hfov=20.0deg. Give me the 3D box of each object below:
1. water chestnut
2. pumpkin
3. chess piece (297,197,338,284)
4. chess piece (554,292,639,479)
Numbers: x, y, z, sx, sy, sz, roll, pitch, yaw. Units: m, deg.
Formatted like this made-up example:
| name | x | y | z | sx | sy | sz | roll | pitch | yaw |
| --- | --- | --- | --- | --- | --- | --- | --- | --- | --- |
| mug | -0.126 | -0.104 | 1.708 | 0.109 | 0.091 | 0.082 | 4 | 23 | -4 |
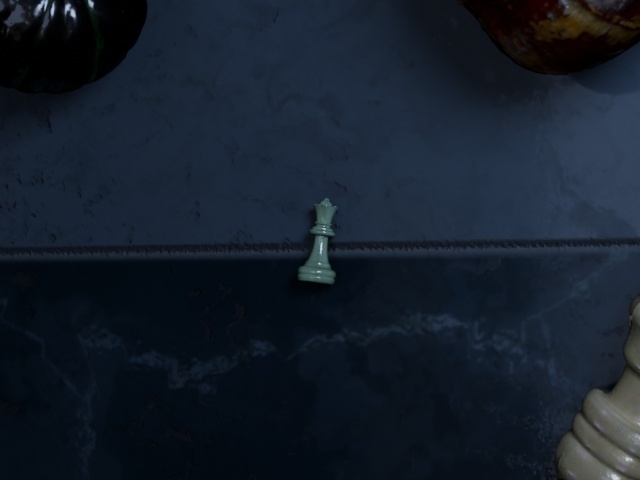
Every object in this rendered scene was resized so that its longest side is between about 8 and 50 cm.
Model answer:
| name | x | y | z | sx | sy | sz | roll | pitch | yaw |
| --- | --- | --- | --- | --- | --- | --- | --- | --- | --- |
| water chestnut | 0.240 | -0.303 | 1.760 | 0.289 | 0.244 | 0.289 | -3 | 81 | 20 |
| pumpkin | -0.323 | -0.266 | 2.017 | 0.248 | 0.248 | 0.248 | 0 | 90 | 22 |
| chess piece | 0.000 | 0.000 | 1.965 | 0.042 | 0.042 | 0.093 | 5 | 87 | 22 |
| chess piece | 0.306 | 0.190 | 1.794 | 0.139 | 0.124 | 0.307 | 35 | 106 | 27 |
